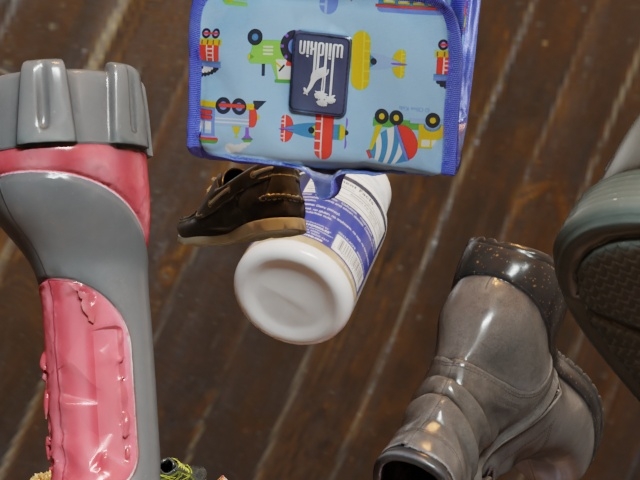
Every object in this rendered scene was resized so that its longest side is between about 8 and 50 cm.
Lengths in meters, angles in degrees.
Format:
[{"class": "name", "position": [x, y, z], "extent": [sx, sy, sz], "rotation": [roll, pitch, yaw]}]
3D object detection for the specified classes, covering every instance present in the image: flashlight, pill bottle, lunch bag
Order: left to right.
[{"class": "flashlight", "position": [-0.132, 0.061, 0.732], "extent": [0.103, 0.103, 0.304], "rotation": [-3, 82, -6]}, {"class": "pill bottle", "position": [0.000, 0.000, 1.766], "extent": [0.153, 0.153, 0.265], "rotation": [67, 29, -26]}, {"class": "lunch bag", "position": [0.012, -0.178, 1.085], "extent": [0.138, 0.221, 0.293], "rotation": [-6, 100, -76]}]

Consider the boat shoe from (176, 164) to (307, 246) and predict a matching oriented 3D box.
[{"class": "boat shoe", "position": [-0.082, -0.034, 1.398], "extent": [0.084, 0.233, 0.079], "rotation": [-6, 87, -28]}]

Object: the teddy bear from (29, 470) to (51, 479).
[{"class": "teddy bear", "position": [-0.318, 0.365, 1.437], "extent": [0.338, 0.113, 0.245], "rotation": [-15, 70, -45]}]

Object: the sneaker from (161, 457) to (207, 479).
[{"class": "sneaker", "position": [-0.150, 0.245, 1.443], "extent": [0.083, 0.031, 0.035], "rotation": [-3, 121, -44]}]

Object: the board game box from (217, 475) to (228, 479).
[{"class": "board game box", "position": [-0.130, 0.392, 1.605], "extent": [0.193, 0.147, 0.045], "rotation": [-42, 151, -21]}]

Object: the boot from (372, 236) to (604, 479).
[{"class": "boot", "position": [0.124, 0.171, 1.085], "extent": [0.223, 0.118, 0.338], "rotation": [-63, 147, -26]}]

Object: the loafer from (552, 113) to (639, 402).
[{"class": "loafer", "position": [0.170, 0.058, 0.423], "extent": [0.267, 0.096, 0.084], "rotation": [51, 54, -28]}]
